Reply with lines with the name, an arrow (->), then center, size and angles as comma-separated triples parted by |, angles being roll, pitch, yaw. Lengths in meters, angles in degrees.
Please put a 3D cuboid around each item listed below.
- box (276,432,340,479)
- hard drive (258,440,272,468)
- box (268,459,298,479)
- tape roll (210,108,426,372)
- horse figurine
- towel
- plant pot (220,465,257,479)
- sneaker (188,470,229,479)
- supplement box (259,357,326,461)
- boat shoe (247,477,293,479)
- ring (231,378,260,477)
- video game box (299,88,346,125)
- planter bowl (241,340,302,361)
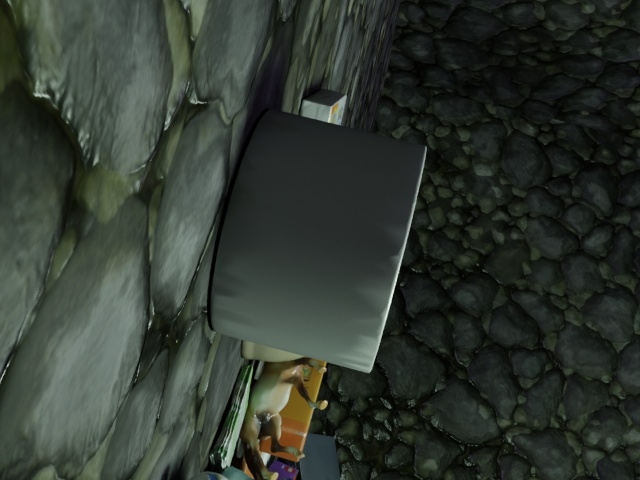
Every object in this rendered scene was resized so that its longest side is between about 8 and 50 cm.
box -> -0.033, 0.509, 1.650 | 0.156, 0.093, 0.158 | -100, -148, -47
hard drive -> -0.106, 0.398, 1.682 | 0.203, 0.040, 0.307 | 99, 6, -52
box -> -0.127, 0.552, 1.462 | 0.293, 0.057, 0.201 | -25, 135, -77
tape roll -> 0.000, 0.000, 0.833 | 0.246, 0.169, 0.246 | 13, 90, -87
horse figurine -> -0.064, 0.246, 1.189 | 0.174, 0.066, 0.263 | 30, -81, 56
towel -> -0.125, 0.261, 1.104 | 0.152, 0.023, 0.113 | -75, 179, -45
plant pot -> -0.076, 0.463, 1.011 | 0.293, 0.196, 0.293 | 17, 90, -80
sneaker -> -0.128, 0.305, 0.678 | 0.126, 0.091, 0.240 | 96, 9, -59
supplement box -> -0.044, 0.283, 1.444 | 0.233, 0.078, 0.080 | -70, 173, -53
boat shoe -> -0.064, 0.400, 0.777 | 0.158, 0.127, 0.341 | -46, -130, 42
ring -> -0.103, 0.287, 1.415 | 0.336, 0.032, 0.337 | 15, 90, -86
video game box -> -0.010, -0.121, 1.169 | 0.205, 0.048, 0.187 | -64, 165, -73
planter bowl -> -0.036, 0.099, 1.116 | 0.162, 0.109, 0.162 | 14, 90, -86
